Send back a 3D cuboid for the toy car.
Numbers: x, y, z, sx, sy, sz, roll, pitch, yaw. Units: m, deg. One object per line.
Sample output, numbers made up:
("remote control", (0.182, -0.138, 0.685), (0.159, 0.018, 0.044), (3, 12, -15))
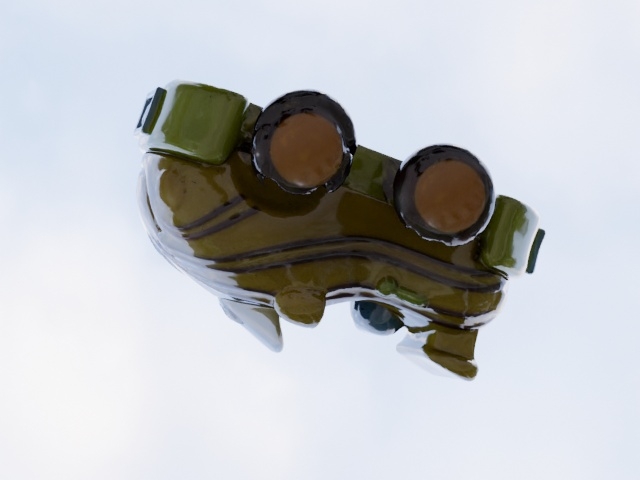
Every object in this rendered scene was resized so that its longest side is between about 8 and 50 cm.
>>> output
("toy car", (0.000, 0.000, 1.075), (0.247, 0.200, 0.142), (19, -94, -8))
